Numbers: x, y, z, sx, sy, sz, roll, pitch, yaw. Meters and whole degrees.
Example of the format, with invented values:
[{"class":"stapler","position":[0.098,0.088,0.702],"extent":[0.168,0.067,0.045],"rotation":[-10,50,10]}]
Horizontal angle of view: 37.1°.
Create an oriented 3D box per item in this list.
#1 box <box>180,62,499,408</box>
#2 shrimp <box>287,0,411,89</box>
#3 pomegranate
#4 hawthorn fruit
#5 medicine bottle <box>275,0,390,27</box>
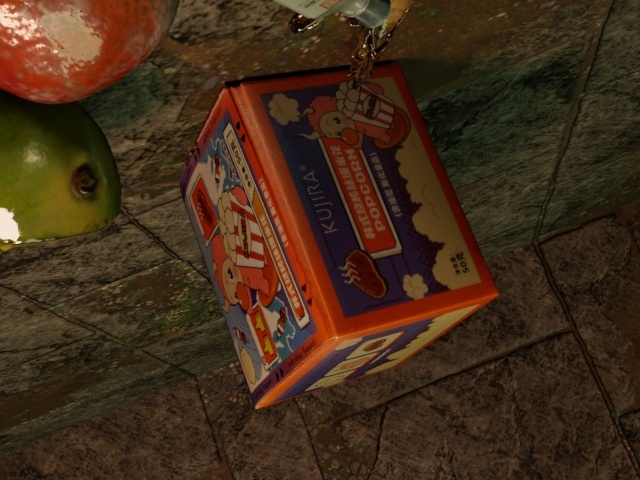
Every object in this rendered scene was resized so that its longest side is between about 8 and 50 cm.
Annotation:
[{"class":"box","position":[0.000,0.000,1.281],"extent":[0.256,0.349,0.318],"rotation":[-13,163,-26]},{"class":"shrimp","position":[0.025,-0.238,1.101],"extent":[0.147,0.035,0.195],"rotation":[-17,153,-27]},{"class":"pomegranate","position":[-0.312,-0.085,1.006],"extent":[0.189,0.159,0.241],"rotation":[-10,-170,-9]},{"class":"hawthorn fruit","position":[-0.176,-0.176,0.592],"extent":[0.172,0.173,0.173],"rotation":[-19,163,-6]},{"class":"medicine bottle","position":[-0.003,-0.263,0.949],"extent":[0.090,0.054,0.208],"rotation":[-32,154,29]}]
